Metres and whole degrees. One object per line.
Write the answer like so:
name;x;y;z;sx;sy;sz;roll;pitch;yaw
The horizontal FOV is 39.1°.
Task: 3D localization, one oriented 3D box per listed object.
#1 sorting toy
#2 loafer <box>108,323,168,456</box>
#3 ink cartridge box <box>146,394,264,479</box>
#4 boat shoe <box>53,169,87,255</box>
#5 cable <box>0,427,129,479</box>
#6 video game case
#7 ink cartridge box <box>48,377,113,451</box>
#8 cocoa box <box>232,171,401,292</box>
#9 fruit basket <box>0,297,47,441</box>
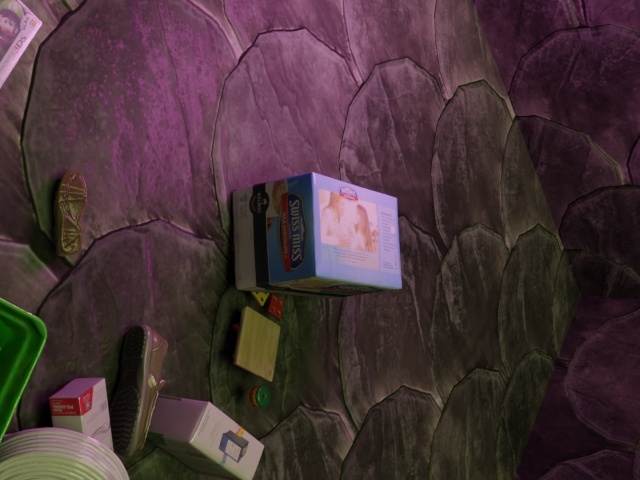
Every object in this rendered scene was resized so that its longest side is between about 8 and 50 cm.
sorting toy;-0.152;0.224;2.004;0.132;0.046;0.274;38;52;-47
loafer;-0.338;0.289;1.727;0.087;0.094;0.251;21;75;-47
ink cartridge box;-0.239;0.402;1.816;0.212;0.154;0.093;51;51;-40
boat shoe;-0.452;-0.049;1.608;0.056;0.048;0.153;3;83;-41
cable;-0.446;0.424;1.479;0.089;0.257;0.257;-105;-179;-65
video game case;-0.560;-0.355;1.457;0.190;0.022;0.173;48;55;-43
ink cartridge box;-0.425;0.334;1.608;0.109;0.063;0.150;-44;130;-76
cocoa box;0.000;0.000;2.031;0.347;0.228;0.231;12;73;-53
fruit basket;-0.533;0.230;1.241;0.283;0.392;0.392;42;59;-46
